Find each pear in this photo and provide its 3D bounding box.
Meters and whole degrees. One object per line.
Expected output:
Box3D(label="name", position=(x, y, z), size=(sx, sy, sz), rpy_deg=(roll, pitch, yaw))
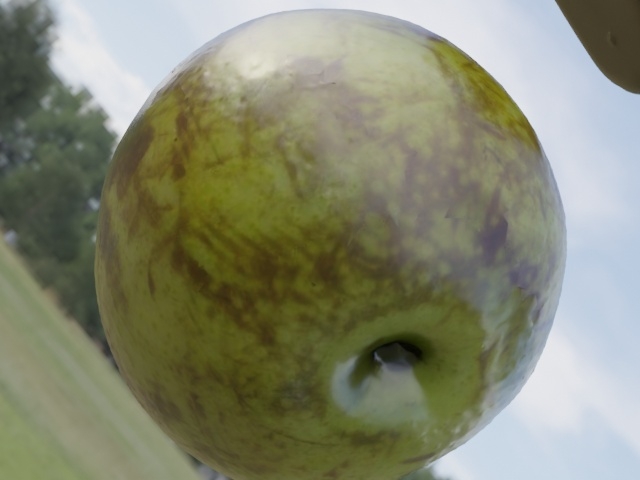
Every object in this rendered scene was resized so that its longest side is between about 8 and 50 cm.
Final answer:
Box3D(label="pear", position=(0.000, 0.000, 0.917), size=(0.283, 0.283, 0.283), rpy_deg=(48, -10, 11))

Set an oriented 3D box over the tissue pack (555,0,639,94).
Box3D(label="tissue pack", position=(0.313, -0.290, 1.104), size=(0.267, 0.277, 0.387), rpy_deg=(59, -21, 20))
